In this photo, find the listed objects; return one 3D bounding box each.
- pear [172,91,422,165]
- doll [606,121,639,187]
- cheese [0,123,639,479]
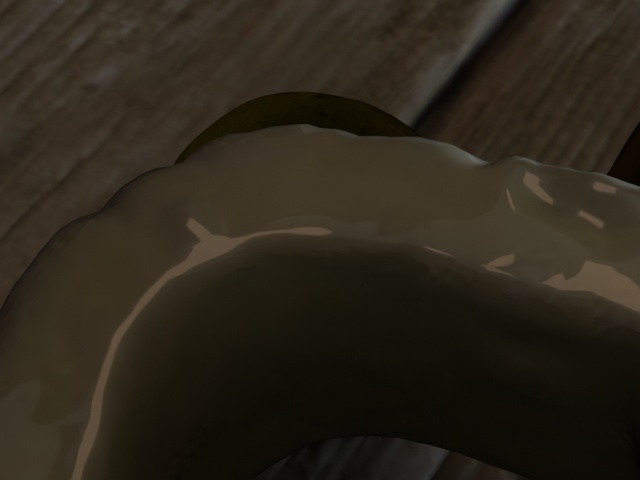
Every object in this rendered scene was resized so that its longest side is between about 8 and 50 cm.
[{"bbox_3d":[0.000,0.000,0.712,0.141,0.104,0.141,1,53,-1],"label":"pear"},{"bbox_3d":[0.262,0.006,0.658,0.339,0.318,0.209,24,7,10],"label":"doll"},{"bbox_3d":[0.034,0.133,0.524,0.292,0.153,0.332,-6,63,5],"label":"cheese"}]
